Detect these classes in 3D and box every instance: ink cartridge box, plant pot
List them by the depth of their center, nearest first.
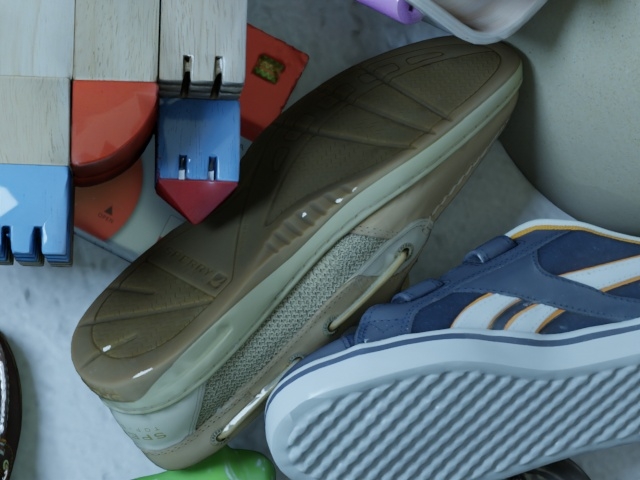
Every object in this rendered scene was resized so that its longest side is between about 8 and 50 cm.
[{"bbox_3d":[0.256,-0.143,0.942,0.284,0.191,0.284,1,86,-7],"label":"plant pot"},{"bbox_3d":[-0.104,-0.077,0.960,0.145,0.045,0.179,27,85,-6],"label":"ink cartridge box"}]

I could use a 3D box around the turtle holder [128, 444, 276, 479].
[{"bbox_3d":[-0.076,0.299,0.859,0.227,0.320,0.243,-3,118,-8],"label":"turtle holder"}]

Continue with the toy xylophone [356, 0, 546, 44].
[{"bbox_3d":[0.118,-0.251,0.913,0.323,0.236,0.081,-53,132,-12],"label":"toy xylophone"}]

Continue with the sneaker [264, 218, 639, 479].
[{"bbox_3d":[0.110,0.070,0.927,0.321,0.126,0.127,-6,42,-17],"label":"sneaker"}]

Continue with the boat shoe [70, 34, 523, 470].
[{"bbox_3d":[0.000,0.000,0.927,0.341,0.121,0.110,-40,129,-14],"label":"boat shoe"}]

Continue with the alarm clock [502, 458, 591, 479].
[{"bbox_3d":[0.141,0.192,0.967,0.192,0.064,0.129,-4,86,-11],"label":"alarm clock"}]

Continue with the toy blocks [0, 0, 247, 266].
[{"bbox_3d":[-0.187,-0.098,0.844,0.381,0.191,0.261,1,84,-8],"label":"toy blocks"}]

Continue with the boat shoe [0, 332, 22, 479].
[{"bbox_3d":[-0.226,0.150,0.911,0.073,0.073,0.207,5,84,-7],"label":"boat shoe"}]
